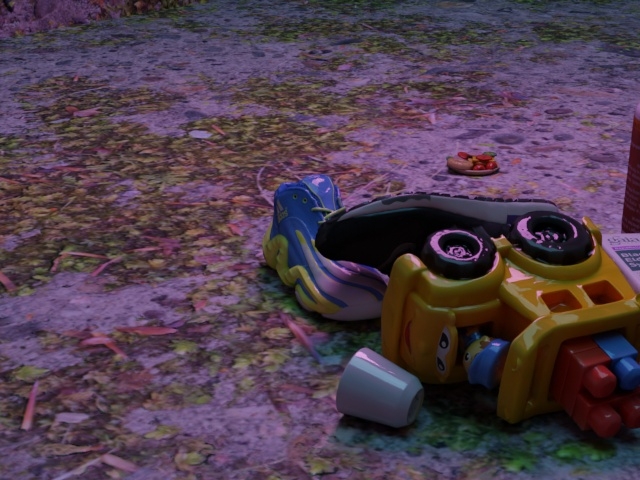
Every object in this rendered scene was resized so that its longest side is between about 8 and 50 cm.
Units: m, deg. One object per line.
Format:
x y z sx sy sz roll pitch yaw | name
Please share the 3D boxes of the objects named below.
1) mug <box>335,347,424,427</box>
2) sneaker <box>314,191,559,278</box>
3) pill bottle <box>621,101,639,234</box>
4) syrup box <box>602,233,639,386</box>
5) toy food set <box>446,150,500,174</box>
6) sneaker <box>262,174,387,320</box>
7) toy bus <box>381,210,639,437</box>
0.060 0.131 0.981 0.064 0.062 0.078 20 34 25 | mug
0.136 0.024 1.151 0.283 0.124 0.107 0 -19 -20 | sneaker
0.400 -0.045 1.232 0.121 0.216 0.121 1 21 0 | pill bottle
0.341 0.074 1.086 0.093 0.096 0.237 -1 22 -3 | syrup box
0.235 -0.121 1.706 0.083 0.020 0.082 3 21 7 | toy food set
0.000 0.000 1.229 0.091 0.126 0.240 -12 23 -29 | sneaker
0.190 0.095 0.996 0.220 0.150 0.211 -9 38 -19 | toy bus
